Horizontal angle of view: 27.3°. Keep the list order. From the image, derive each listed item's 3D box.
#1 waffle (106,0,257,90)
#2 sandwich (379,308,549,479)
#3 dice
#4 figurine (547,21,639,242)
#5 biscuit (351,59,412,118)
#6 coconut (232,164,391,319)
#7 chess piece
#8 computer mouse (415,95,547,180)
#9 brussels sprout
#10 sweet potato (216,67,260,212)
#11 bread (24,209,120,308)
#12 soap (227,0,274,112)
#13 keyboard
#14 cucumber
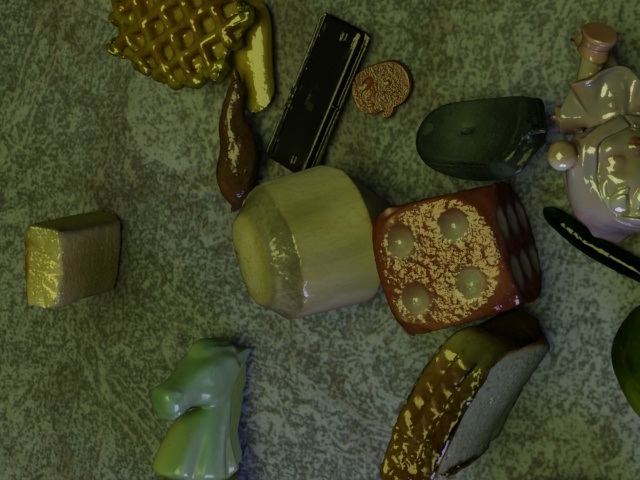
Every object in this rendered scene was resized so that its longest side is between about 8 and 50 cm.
[{"bbox_3d":[-0.206,-0.355,1.927,0.291,0.051,0.291,1,92,35],"label":"waffle"},{"bbox_3d":[0.189,0.201,1.708,0.087,0.251,0.226,35,110,20],"label":"sandwich"},{"bbox_3d":[0.182,0.018,1.732,0.179,0.175,0.174,-18,87,28],"label":"dice"},{"bbox_3d":[0.363,-0.134,1.649,0.200,0.133,0.276,-9,90,-16],"label":"figurine"},{"bbox_3d":[0.087,-0.209,1.840,0.091,0.015,0.078,-13,92,27],"label":"biscuit"},{"bbox_3d":[0.000,0.000,1.811,0.202,0.222,0.202,165,90,-70],"label":"coconut"},{"bbox_3d":[-0.177,0.293,1.944,0.175,0.175,0.298,5,97,26],"label":"chess piece"},{"bbox_3d":[0.222,-0.133,1.731,0.229,0.068,0.113,6,73,49],"label":"computer mouse"},{"bbox_3d":[0.443,0.162,1.636,0.180,0.143,0.162,37,126,19],"label":"brussels sprout"},{"bbox_3d":[-0.118,-0.135,1.907,0.068,0.068,0.226,12,115,25],"label":"sweet potato"},{"bbox_3d":[-0.375,0.028,2.004,0.068,0.188,0.126,11,102,20],"label":"bread"},{"bbox_3d":[-0.108,-0.270,1.919,0.089,0.033,0.169,0,97,31],"label":"soap"},{"bbox_3d":[-0.003,-0.203,1.876,0.093,0.025,0.230,33,109,29],"label":"keyboard"},{"bbox_3d":[0.365,0.011,1.721,0.184,0.033,0.036,34,135,19],"label":"cucumber"}]
